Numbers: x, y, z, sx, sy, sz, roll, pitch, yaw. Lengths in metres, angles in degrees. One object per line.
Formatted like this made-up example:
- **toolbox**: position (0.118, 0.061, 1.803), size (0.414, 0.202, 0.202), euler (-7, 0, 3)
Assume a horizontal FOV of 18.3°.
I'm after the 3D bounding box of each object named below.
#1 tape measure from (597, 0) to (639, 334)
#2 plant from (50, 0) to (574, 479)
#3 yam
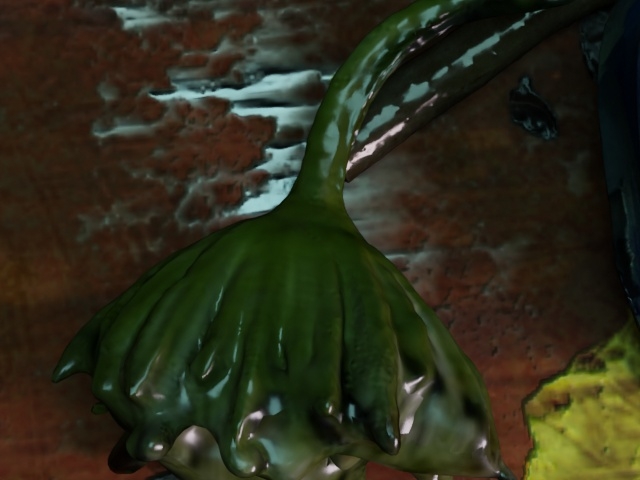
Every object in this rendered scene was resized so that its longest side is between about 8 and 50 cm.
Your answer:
- **tape measure**: position (0.299, -0.033, 1.075), size (0.262, 0.138, 0.259), euler (-16, 108, -11)
- **plant**: position (0.001, 0.010, 1.098), size (0.251, 0.180, 0.333), euler (10, 60, 4)
- **yam**: position (0.138, -0.138, 1.163), size (0.327, 0.045, 0.045), euler (-35, 53, -8)
